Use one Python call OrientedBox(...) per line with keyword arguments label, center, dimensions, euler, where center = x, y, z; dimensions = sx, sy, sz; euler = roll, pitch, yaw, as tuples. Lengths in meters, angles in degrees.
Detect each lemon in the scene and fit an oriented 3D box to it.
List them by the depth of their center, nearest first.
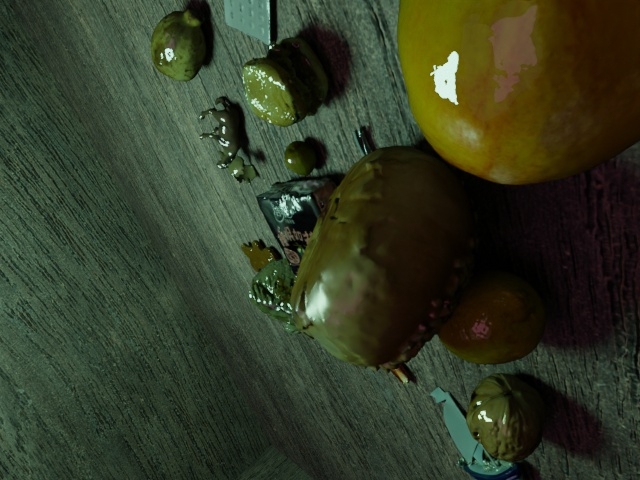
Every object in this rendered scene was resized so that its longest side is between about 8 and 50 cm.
OrientedBox(label="lemon", center=(0.291, 0.134, 0.776), dimensions=(0.170, 0.170, 0.207), euler=(55, 150, 0))

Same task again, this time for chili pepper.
OrientedBox(label="chili pepper", center=(0.200, 0.336, 1.250), dimensions=(0.178, 0.027, 0.045), euler=(50, 146, 7))

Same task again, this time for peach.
OrientedBox(label="peach", center=(0.222, -0.193, 0.441), dimensions=(0.289, 0.289, 0.307), euler=(28, 158, 38))

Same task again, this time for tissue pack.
OrientedBox(label="tissue pack", center=(0.000, 0.000, 1.110), dimensions=(0.245, 0.123, 0.332), euler=(3, 126, 48))

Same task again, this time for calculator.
OrientedBox(label="calculator", center=(-0.146, -0.535, 0.869), dimensions=(0.161, 0.021, 0.261), euler=(37, 146, 27))

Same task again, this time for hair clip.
OrientedBox(label="hair clip", center=(0.101, -0.170, 0.881), dimensions=(0.039, 0.030, 0.115), euler=(-15, 111, 39))

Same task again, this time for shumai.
OrientedBox(label="shumai", center=(-0.072, 0.176, 1.371), dimensions=(0.256, 0.189, 0.218), euler=(18, 155, 24))

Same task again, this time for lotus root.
OrientedBox(label="lotus root", center=(-0.350, -0.493, 1.111), dimensions=(0.138, 0.138, 0.214), euler=(53, 139, 4))

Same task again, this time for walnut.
OrientedBox(label="walnut", center=(0.377, 0.363, 0.907), dimensions=(0.155, 0.155, 0.184), euler=(31, 142, 36))

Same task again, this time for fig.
OrientedBox(label="fig", center=(-0.043, -0.185, 1.028), dimensions=(0.074, 0.074, 0.088), euler=(26, 155, 41))

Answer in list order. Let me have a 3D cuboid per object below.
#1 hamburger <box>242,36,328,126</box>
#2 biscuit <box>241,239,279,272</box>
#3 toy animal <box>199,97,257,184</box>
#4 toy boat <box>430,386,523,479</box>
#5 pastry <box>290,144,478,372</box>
OrientedBox(label="hamburger", center=(-0.061, -0.304, 0.884), dimensions=(0.159, 0.131, 0.184), euler=(32, 151, 20))
OrientedBox(label="biscuit", center=(-0.198, 0.058, 1.533), dimensions=(0.205, 0.031, 0.138), euler=(-7, 115, 57))
OrientedBox(label="toy animal", center=(-0.253, -0.266, 1.226), dimensions=(0.186, 0.094, 0.214), euler=(32, 136, 20))
OrientedBox(label="toy boat", center=(0.378, 0.511, 1.142), dimensions=(0.291, 0.067, 0.220), euler=(53, 151, 9))
OrientedBox(label="pastry", center=(0.105, 0.037, 0.769), dimensions=(0.245, 0.409, 0.409), euler=(26, 150, -7))
